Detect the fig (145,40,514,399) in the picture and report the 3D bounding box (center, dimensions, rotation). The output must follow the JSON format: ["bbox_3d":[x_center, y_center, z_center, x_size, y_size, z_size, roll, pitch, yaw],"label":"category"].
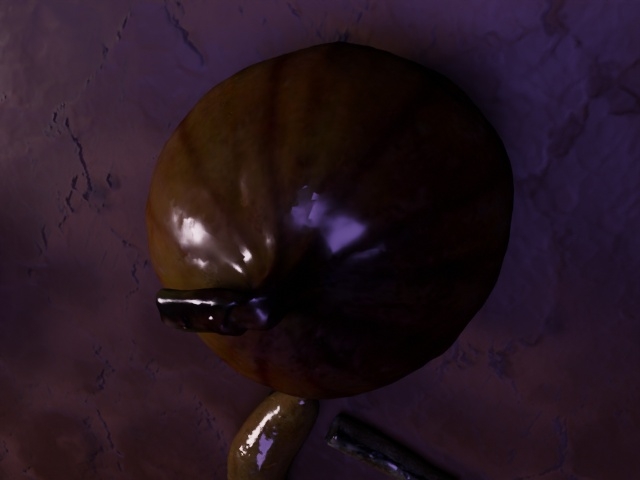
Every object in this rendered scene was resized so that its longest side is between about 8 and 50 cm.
[{"bbox_3d":[0.007,-0.005,0.524,0.235,0.214,0.235,-4,106,-13],"label":"fig"}]

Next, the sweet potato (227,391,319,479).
[{"bbox_3d":[-0.047,0.206,0.702,0.069,0.059,0.249,6,119,-5],"label":"sweet potato"}]

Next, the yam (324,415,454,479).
[{"bbox_3d":[0.066,0.187,0.688,0.129,0.033,0.027,30,88,-7],"label":"yam"}]
